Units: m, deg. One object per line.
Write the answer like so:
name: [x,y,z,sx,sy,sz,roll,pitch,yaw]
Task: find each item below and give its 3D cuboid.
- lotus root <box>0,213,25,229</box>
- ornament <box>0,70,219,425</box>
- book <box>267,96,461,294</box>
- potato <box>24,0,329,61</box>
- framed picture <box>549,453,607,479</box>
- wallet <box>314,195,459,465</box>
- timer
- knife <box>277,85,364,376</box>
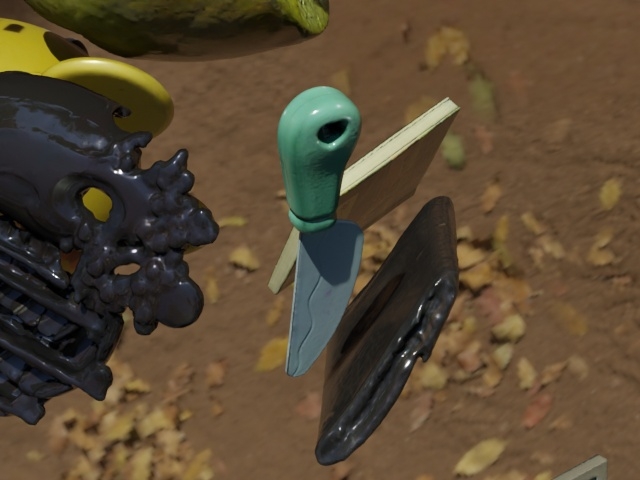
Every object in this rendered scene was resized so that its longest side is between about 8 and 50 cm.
lotus root: [-0.411,-0.009,1.368,0.375,0.390,0.111,-15,105,-12]
ornament: [-0.190,0.008,0.986,0.260,0.106,0.251,32,111,12]
book: [0.045,-0.046,1.622,0.024,0.228,0.160,43,143,13]
potato: [-0.169,-0.265,1.614,0.280,0.330,0.212,-19,85,19]
framed picture: [0.214,0.418,1.821,0.022,0.335,0.247,24,126,48]
wallet: [0.059,0.062,1.231,0.044,0.321,0.170,36,101,-5]
timer: [-0.326,-0.085,1.749,0.387,0.376,0.376,-3,100,9]
knife: [0.001,-0.001,1.099,0.034,0.063,0.260,51,152,39]
